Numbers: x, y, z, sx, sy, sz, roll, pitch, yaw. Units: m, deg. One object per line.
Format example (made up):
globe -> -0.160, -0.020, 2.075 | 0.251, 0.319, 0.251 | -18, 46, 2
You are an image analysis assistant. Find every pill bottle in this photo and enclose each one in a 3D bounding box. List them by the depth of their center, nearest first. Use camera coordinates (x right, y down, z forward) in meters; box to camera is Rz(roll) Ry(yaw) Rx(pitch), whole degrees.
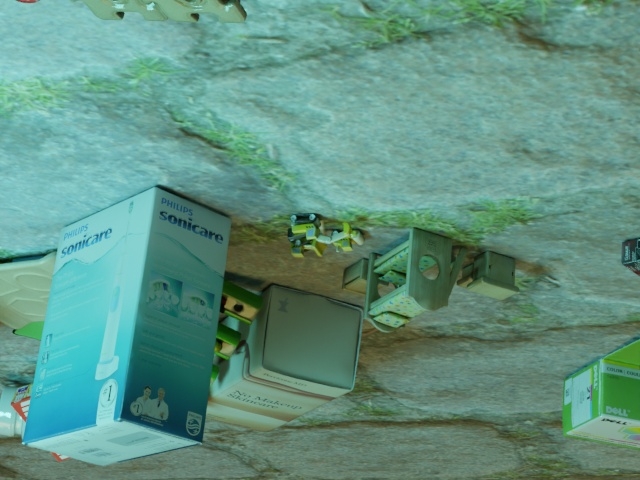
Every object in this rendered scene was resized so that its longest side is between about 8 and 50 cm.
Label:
pill bottle -> -0.459, 0.313, 2.483 | 0.208, 0.117, 0.117 | 8, 157, -5

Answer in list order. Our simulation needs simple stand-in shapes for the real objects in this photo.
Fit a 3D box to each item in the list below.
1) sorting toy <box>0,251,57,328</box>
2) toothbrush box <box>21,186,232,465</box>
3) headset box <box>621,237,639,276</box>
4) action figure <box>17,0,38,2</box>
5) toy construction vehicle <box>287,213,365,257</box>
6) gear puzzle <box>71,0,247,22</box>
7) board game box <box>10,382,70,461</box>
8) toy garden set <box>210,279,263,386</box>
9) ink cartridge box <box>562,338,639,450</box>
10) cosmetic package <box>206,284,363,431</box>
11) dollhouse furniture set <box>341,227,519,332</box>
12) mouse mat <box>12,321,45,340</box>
sorting toy -> -0.406, 0.068, 2.009 | 0.208, 0.038, 0.193 | -11, 152, 26
toothbrush box -> -0.237, 0.110, 1.729 | 0.126, 0.295, 0.216 | 23, 151, -36
headset box -> 0.407, 0.020, 1.694 | 0.083, 0.032, 0.062 | -14, 149, 40
action figure -> -0.306, -0.234, 1.143 | 0.139, 0.091, 0.280 | 25, 162, -37
toy construction vehicle -> 0.000, 0.000, 1.744 | 0.098, 0.035, 0.086 | -1, 156, 17
gear puzzle -> -0.192, -0.286, 1.120 | 0.175, 0.044, 0.339 | 6, 155, 27
board game box -> -0.396, 0.283, 2.352 | 0.193, 0.045, 0.146 | -20, 121, 22
toy garden set -> -0.226, 0.139, 1.945 | 0.204, 0.049, 0.244 | 26, 118, -13
ink cartridge box -> 0.498, 0.232, 2.087 | 0.189, 0.097, 0.255 | 12, 157, -13
cosmetic package -> -0.073, 0.181, 2.064 | 0.153, 0.129, 0.296 | 16, 154, -20
dollhouse furniture set -> 0.137, 0.078, 1.808 | 0.161, 0.101, 0.182 | 16, 155, -23
mouse mat -> -0.379, 0.148, 2.219 | 0.190, 0.007, 0.152 | 17, 155, -22
